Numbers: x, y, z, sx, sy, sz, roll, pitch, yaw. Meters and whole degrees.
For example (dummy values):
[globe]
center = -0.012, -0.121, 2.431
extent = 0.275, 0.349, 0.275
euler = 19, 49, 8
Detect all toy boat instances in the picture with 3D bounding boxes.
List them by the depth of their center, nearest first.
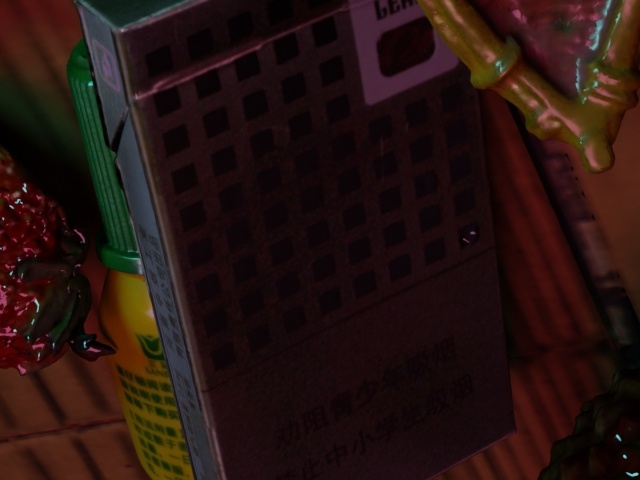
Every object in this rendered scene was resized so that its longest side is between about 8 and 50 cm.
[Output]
[toy boat]
center = 0.087, -0.178, 0.845
extent = 0.141, 0.099, 0.318
euler = -12, 127, 2

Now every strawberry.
[strawberry]
center = -0.194, 0.000, 1.071
extent = 0.140, 0.085, 0.192
euler = 11, 137, 54

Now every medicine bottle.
[medicine bottle]
center = -0.078, 0.024, 1.092
extent = 0.111, 0.076, 0.309
euler = 4, 130, 20

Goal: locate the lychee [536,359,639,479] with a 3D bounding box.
[lychee]
center = 0.232, 0.170, 0.998
extent = 0.264, 0.300, 0.264
euler = -3, 84, 28

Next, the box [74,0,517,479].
[box]
center = 0.001, -0.001, 0.976
extent = 0.047, 0.180, 0.325
euler = 37, 145, 49
